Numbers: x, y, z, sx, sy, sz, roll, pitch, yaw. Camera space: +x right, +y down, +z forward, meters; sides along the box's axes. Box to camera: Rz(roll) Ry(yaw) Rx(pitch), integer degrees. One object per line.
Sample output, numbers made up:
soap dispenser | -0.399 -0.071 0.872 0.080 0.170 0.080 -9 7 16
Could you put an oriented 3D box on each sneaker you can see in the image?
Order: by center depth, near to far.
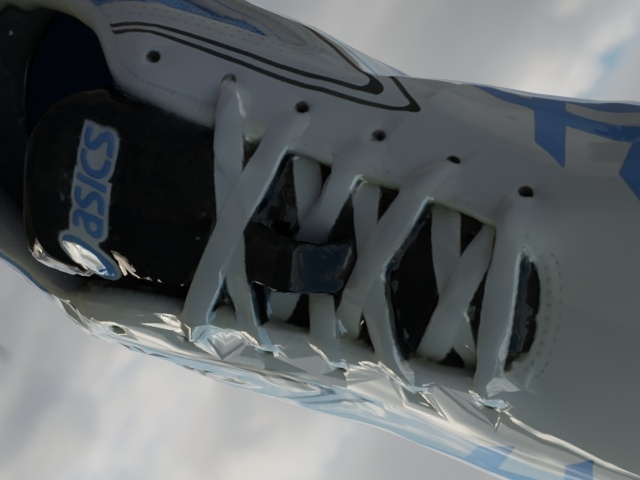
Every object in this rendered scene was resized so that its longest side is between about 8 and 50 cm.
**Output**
sneaker | 0.000 0.000 0.383 0.086 0.237 0.085 -15 118 -50
